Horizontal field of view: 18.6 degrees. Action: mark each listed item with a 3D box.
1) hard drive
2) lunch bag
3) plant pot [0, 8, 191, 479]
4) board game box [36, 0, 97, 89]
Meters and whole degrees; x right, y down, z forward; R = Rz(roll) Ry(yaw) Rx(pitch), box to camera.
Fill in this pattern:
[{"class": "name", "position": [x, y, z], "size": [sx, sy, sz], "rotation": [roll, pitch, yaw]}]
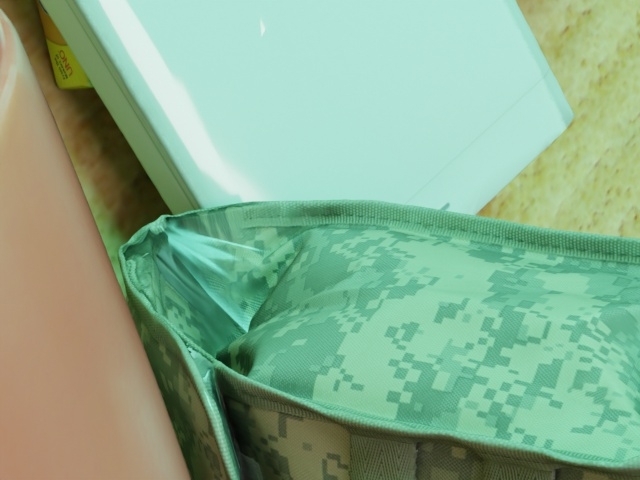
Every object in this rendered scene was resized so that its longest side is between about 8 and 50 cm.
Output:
[{"class": "hard drive", "position": [-0.023, -0.126, 0.863], "size": [0.203, 0.040, 0.307], "rotation": [-42, 113, -28]}, {"class": "lunch bag", "position": [0.045, 0.118, 0.776], "size": [0.169, 0.287, 0.235], "rotation": [-41, 129, -45]}, {"class": "plant pot", "position": [-0.166, 0.088, 0.661], "size": [0.275, 0.275, 0.243], "rotation": [-48, 127, -30]}, {"class": "board game box", "position": [-0.090, -0.206, 0.862], "size": [0.124, 0.039, 0.259], "rotation": [-20, 104, -38]}]
